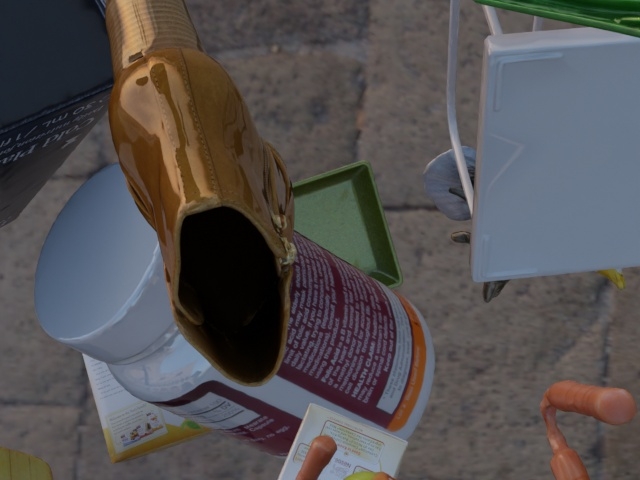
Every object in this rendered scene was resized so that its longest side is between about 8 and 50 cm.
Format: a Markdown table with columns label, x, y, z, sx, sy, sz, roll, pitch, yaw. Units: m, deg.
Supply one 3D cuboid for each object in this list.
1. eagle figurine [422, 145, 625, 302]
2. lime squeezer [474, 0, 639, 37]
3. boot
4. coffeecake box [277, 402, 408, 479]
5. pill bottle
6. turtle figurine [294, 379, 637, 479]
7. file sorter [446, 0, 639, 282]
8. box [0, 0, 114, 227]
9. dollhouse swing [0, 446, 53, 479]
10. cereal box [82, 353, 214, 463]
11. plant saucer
| label | x | y | z | sx | sy | sz | roll | pitch | yaw |
| --- | --- | --- | --- | --- | --- | --- | --- | --- | --- |
| eagle figurine | 0.288 | -0.038 | 1.555 | 0.226 | 0.298 | 0.225 | -10 | 102 | 51 |
| lime squeezer | 0.166 | -0.102 | 0.615 | 0.110 | 0.310 | 0.059 | 6 | 93 | -14 |
| boot | -0.060 | 0.006 | 0.828 | 0.104 | 0.295 | 0.211 | -18 | 53 | 0 |
| coffeecake box | -0.014 | 0.214 | 0.848 | 0.068 | 0.142 | 0.185 | 21 | 66 | 6 |
| pill bottle | -0.082 | 0.084 | 1.407 | 0.224 | 0.392 | 0.224 | -24 | 51 | 33 |
| turtle figurine | 0.062 | 0.160 | 0.481 | 0.217 | 0.087 | 0.269 | 56 | 147 | 5 |
| file sorter | 0.228 | -0.109 | 0.934 | 0.278 | 0.193 | 0.173 | -6 | 43 | -4 |
| box | -0.510 | -0.115 | 1.369 | 0.297 | 0.480 | 0.472 | 60 | 149 | 1 |
| dollhouse swing | -0.274 | 0.388 | 1.700 | 0.305 | 0.347 | 0.315 | -7 | 70 | -7 |
| cereal box | -0.229 | 0.157 | 1.824 | 0.173 | 0.047 | 0.240 | -21 | 79 | 24 |
| plant saucer | 0.000 | 0.000 | 1.916 | 0.188 | 0.045 | 0.188 | -19 | 104 | -8 |
